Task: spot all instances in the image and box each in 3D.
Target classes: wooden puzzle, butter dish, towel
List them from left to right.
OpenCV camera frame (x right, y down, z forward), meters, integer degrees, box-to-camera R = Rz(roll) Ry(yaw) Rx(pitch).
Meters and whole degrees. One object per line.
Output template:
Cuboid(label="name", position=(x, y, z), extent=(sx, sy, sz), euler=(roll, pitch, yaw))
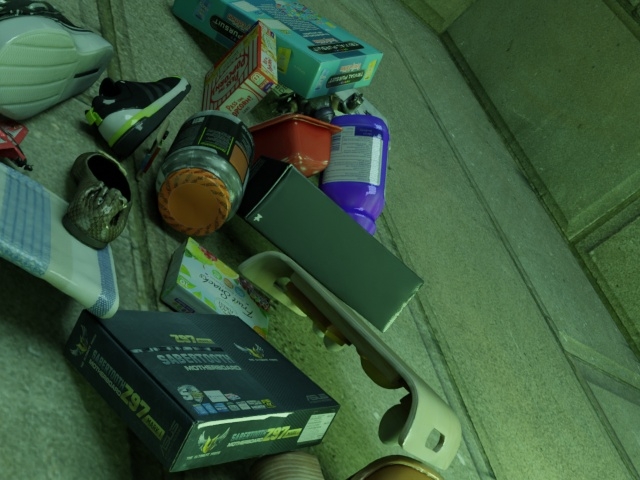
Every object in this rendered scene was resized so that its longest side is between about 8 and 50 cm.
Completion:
Cuboid(label="towel", position=(-0.319, -0.036, 0.758), extent=(0.285, 0.034, 0.209), euler=(35, 7, -29))
Cuboid(label="wooden puzzle", position=(-0.223, -0.122, 1.074), extent=(0.014, 0.078, 0.116), euler=(27, 36, -13))
Cuboid(label="butter dish", position=(-0.054, -0.135, 1.333), extent=(0.160, 0.160, 0.118), euler=(6, 72, -58))

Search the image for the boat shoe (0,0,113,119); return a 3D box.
Cuboid(label="boat shoe", position=(-0.359, -0.227, 0.956), extent=(0.119, 0.121, 0.335), euler=(33, 10, -5))

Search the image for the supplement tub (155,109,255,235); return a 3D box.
Cuboid(label="supplement tub", position=(-0.157, -0.093, 1.090), extent=(0.117, 0.117, 0.190), euler=(41, 25, -19))

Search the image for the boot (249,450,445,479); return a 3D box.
Cuboid(label="boot", position=(0.060, 0.338, 0.831), extent=(0.283, 0.109, 0.220), euler=(25, 33, -41))

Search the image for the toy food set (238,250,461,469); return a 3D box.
Cuboid(label="toy food set", position=(0.036, 0.151, 0.993), extent=(0.306, 0.092, 0.220), euler=(43, -1, 31))

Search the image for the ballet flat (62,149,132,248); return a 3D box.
Cuboid(label="ballet flat", position=(-0.243, -0.061, 0.904), extent=(0.084, 0.058, 0.250), euler=(35, 10, -19))

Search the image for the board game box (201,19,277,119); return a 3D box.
Cuboid(label="board game box", position=(-0.137, -0.274, 1.355), extent=(0.045, 0.147, 0.193), euler=(36, 26, -28))

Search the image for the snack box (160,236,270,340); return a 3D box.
Cuboid(label="snack box", position=(-0.127, 0.073, 0.994), extent=(0.141, 0.037, 0.100), euler=(39, 27, -22))

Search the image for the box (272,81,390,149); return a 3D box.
Cuboid(label="box", position=(0.022, -0.298, 1.737), extent=(0.290, 0.087, 0.169), euler=(41, 25, -18))

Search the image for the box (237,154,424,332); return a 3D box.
Cuboid(label="box", position=(0.000, 0.000, 1.157), extent=(0.261, 0.103, 0.184), euler=(40, -1, -19))

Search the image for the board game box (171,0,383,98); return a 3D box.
Cuboid(label="board game box", position=(-0.080, -0.404, 1.558), extent=(0.336, 0.079, 0.254), euler=(36, 30, 17))

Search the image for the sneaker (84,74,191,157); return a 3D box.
Cuboid(label="sneaker", position=(-0.257, -0.202, 1.121), extent=(0.097, 0.084, 0.234), euler=(42, 25, -13))

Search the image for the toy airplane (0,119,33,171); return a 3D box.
Cuboid(label="toy airplane", position=(-0.374, -0.128, 0.871), extent=(0.151, 0.028, 0.151), euler=(47, 7, -8))

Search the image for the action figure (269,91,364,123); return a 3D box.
Cuboid(label="action figure", position=(0.017, -0.225, 1.552), extent=(0.285, 0.185, 0.099), euler=(61, -18, 23))

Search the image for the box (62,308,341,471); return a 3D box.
Cuboid(label="box", position=(-0.114, 0.142, 0.812), extent=(0.183, 0.059, 0.233), euler=(35, 13, 33))

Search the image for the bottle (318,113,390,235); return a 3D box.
Cuboid(label="bottle", position=(0.054, -0.084, 1.372), extent=(0.092, 0.118, 0.283), euler=(77, 17, -60))
